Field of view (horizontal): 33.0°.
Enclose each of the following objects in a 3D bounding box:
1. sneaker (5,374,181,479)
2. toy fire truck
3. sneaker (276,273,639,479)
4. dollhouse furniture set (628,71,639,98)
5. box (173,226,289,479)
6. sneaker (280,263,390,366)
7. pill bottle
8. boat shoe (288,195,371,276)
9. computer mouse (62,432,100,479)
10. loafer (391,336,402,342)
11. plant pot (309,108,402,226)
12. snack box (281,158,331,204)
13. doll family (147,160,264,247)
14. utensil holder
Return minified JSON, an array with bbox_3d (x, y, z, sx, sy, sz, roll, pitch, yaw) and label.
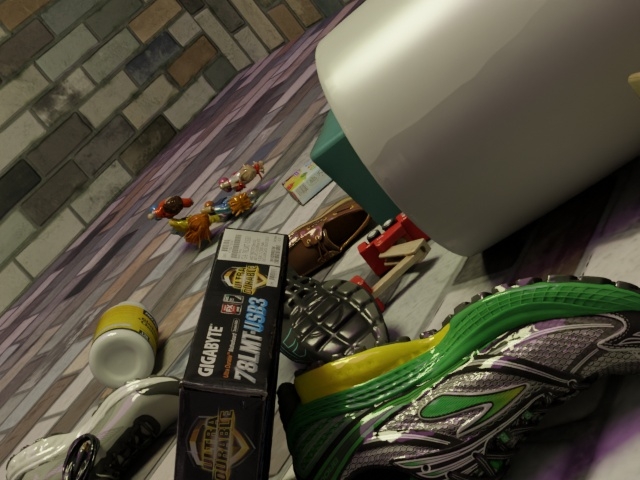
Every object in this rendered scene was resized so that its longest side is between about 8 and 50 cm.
[{"bbox_3d":[-0.276,0.277,1.421,0.272,0.100,0.108,-34,49,-5],"label":"sneaker"},{"bbox_3d":[0.100,0.014,1.341,0.192,0.047,0.135,-37,17,5],"label":"toy fire truck"},{"bbox_3d":[0.134,0.137,0.861,0.344,0.134,0.146,-26,57,20],"label":"sneaker"},{"bbox_3d":[0.333,-0.068,0.841,0.101,0.161,0.182,-44,16,-13],"label":"dollhouse furniture set"},{"bbox_3d":[-0.078,0.177,0.931,0.073,0.295,0.293,6,23,1],"label":"box"},{"bbox_3d":[-0.002,0.099,1.269,0.101,0.106,0.267,-40,36,-18],"label":"sneaker"},{"bbox_3d":[-0.317,0.163,1.759,0.103,0.103,0.184,-38,17,7],"label":"pill bottle"},{"bbox_3d":[0.001,0.000,1.566,0.178,0.064,0.060,-38,14,-5],"label":"boat shoe"},{"bbox_3d":[-0.329,0.349,1.323,0.071,0.041,0.242,-1,53,43],"label":"computer mouse"},{"bbox_3d":[0.064,0.153,1.027,0.061,0.062,0.170,-36,15,25],"label":"loafer"},{"bbox_3d":[0.138,-0.161,1.449,0.234,0.165,0.165,-38,18,31],"label":"plant pot"},{"bbox_3d":[0.000,-0.128,1.955,0.141,0.037,0.100,-40,17,-2],"label":"snack box"},{"bbox_3d":[-0.210,-0.063,2.167,0.263,0.118,0.163,-26,5,-20],"label":"doll family"},{"bbox_3d":[0.236,-0.208,1.156,0.385,0.327,0.327,-36,16,23],"label":"utensil holder"}]
